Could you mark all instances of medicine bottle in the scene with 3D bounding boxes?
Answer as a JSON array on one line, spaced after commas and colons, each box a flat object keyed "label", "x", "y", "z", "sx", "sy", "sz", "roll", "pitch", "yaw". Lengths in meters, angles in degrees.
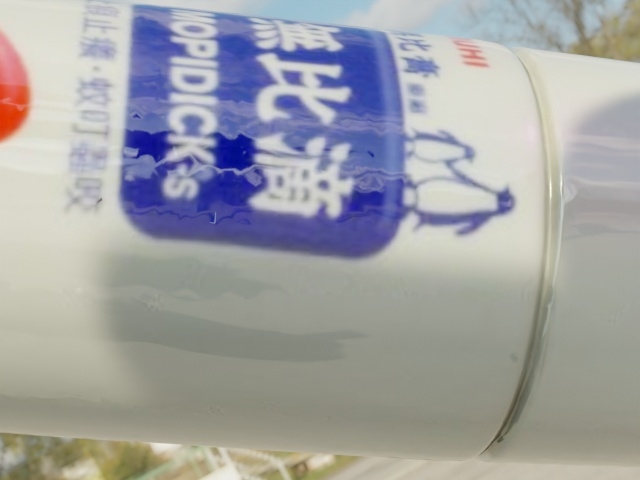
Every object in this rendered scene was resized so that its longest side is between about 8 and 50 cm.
[{"label": "medicine bottle", "x": 0.000, "y": 0.000, "z": 0.425, "sx": 0.341, "sy": 0.130, "sz": 0.130, "roll": 6, "pitch": -13, "yaw": -9}]
